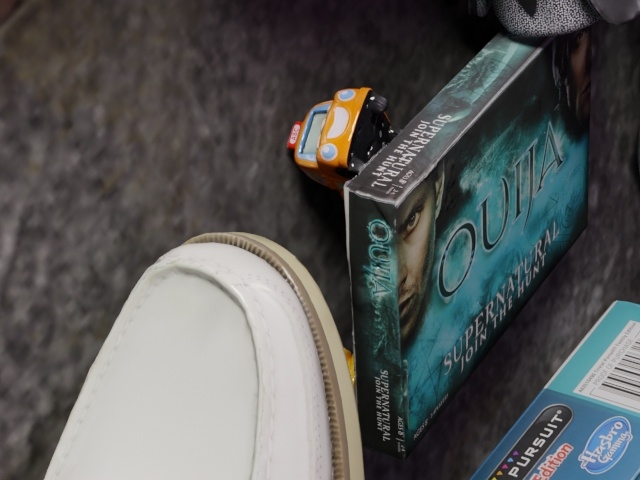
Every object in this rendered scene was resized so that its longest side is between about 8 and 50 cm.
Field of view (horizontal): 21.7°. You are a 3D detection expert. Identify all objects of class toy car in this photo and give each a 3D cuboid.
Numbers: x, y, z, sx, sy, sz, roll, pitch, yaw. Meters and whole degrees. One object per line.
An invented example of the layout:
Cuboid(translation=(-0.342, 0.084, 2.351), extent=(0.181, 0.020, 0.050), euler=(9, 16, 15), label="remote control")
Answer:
Cuboid(translation=(0.000, 0.000, 0.654), extent=(0.060, 0.040, 0.122), euler=(7, 95, -70), label="toy car")

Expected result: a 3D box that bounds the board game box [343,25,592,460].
Cuboid(translation=(0.067, -0.013, 0.698), extent=(0.186, 0.026, 0.126), euler=(-47, 143, -44), label="board game box")

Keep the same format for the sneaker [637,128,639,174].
Cuboid(translation=(0.244, -0.046, 0.883), extent=(0.123, 0.106, 0.290), euler=(-63, 148, -22), label="sneaker")

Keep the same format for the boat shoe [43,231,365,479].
Cuboid(translation=(-0.069, 0.146, 0.568), extent=(0.103, 0.113, 0.302), euler=(2, 101, -55), label="boat shoe")

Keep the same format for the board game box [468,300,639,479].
Cuboid(translation=(0.152, 0.241, 0.875), extent=(0.254, 0.079, 0.336), euler=(-45, 132, -30), label="board game box")

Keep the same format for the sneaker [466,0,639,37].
Cuboid(translation=(0.063, -0.143, 0.631), extent=(0.268, 0.101, 0.153), euler=(-31, 121, -42), label="sneaker")
